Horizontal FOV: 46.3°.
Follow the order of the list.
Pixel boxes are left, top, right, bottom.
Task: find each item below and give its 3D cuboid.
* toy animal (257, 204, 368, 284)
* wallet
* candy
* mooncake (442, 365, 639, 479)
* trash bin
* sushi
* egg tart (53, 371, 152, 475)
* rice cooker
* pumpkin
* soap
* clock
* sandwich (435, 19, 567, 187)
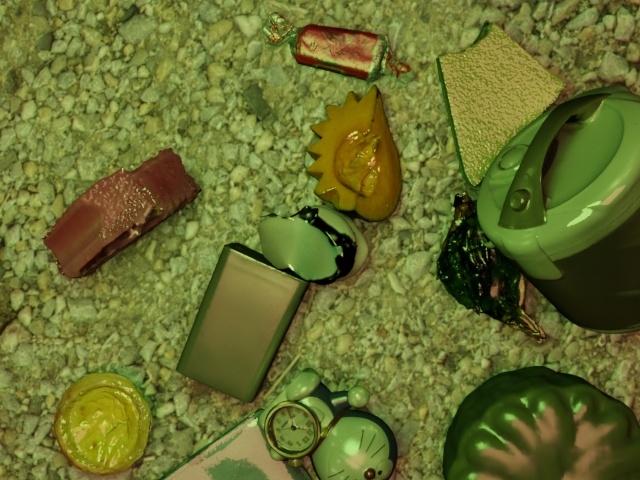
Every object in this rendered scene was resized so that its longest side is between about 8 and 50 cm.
[{"bbox_3d":[0.000,0.000,1.300,0.166,0.179,0.138,46,109,14],"label":"toy animal"},{"bbox_3d":[-0.155,0.487,1.370,0.290,0.054,0.251,-36,91,0],"label":"wallet"},{"bbox_3d":[0.035,-0.345,1.356,0.292,0.059,0.086,13,92,2],"label":"candy"},{"bbox_3d":[0.389,0.402,1.287,0.356,0.194,0.357,0,89,2],"label":"mooncake"},{"bbox_3d":[-0.139,0.143,1.336,0.164,0.122,0.241,25,93,2],"label":"trash bin"},{"bbox_3d":[0.280,0.056,1.311,0.149,0.140,0.287,-19,89,-5],"label":"sushi"},{"bbox_3d":[-0.391,0.330,1.364,0.191,0.074,0.191,0,92,2],"label":"egg tart"},{"bbox_3d":[0.440,-0.055,1.183,0.335,0.335,0.325,-47,114,1],"label":"rice cooker"},{"bbox_3d":[0.061,-0.131,1.347,0.130,0.149,0.254,-6,63,32],"label":"pumpkin"},{"bbox_3d":[-0.363,-0.030,1.309,0.289,0.182,0.112,-33,91,35],"label":"soap"},{"bbox_3d":[0.026,0.342,1.320,0.243,0.146,0.200,41,96,5],"label":"clock"},{"bbox_3d":[0.281,-0.253,1.353,0.212,0.063,0.245,43,91,4],"label":"sandwich"}]
